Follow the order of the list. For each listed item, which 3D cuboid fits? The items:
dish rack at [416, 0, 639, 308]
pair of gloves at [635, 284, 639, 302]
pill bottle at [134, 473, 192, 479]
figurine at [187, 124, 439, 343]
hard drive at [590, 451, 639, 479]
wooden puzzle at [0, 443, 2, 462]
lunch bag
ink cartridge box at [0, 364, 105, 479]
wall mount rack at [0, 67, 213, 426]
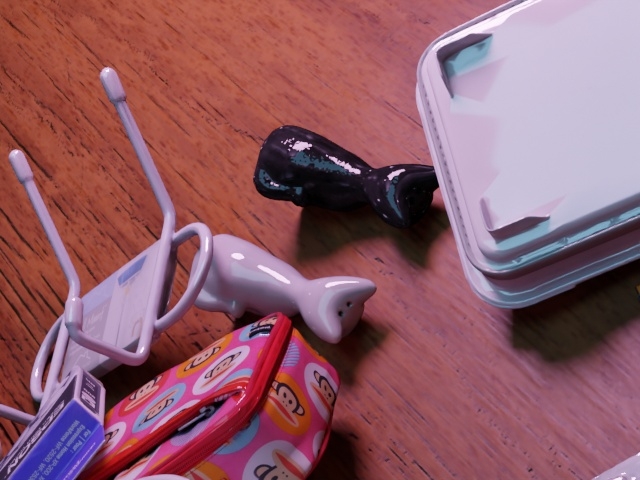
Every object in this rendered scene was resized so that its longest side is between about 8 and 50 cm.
[{"bbox_3d":[0.240,-0.121,1.718,0.333,0.072,0.285,-24,59,17],"label":"dish rack"},{"bbox_3d":[0.299,0.045,1.640,0.074,0.010,0.083,-35,35,16],"label":"pair of gloves"},{"bbox_3d":[-0.062,0.311,1.507,0.160,0.283,0.160,-26,40,25],"label":"pill bottle"},{"bbox_3d":[0.000,0.000,1.920,0.209,0.092,0.215,14,67,45],"label":"figurine"},{"bbox_3d":[0.215,0.323,1.395,0.237,0.064,0.339,-32,43,19],"label":"hard drive"},{"bbox_3d":[-0.469,0.251,2.152,0.348,0.080,0.322,-43,35,11],"label":"wooden puzzle"},{"bbox_3d":[-0.125,0.210,1.739,0.293,0.120,0.258,-35,14,23],"label":"lunch bag"},{"bbox_3d":[-0.263,0.219,1.752,0.206,0.045,0.208,-52,10,2],"label":"ink cartridge box"},{"bbox_3d":[-0.241,0.015,2.021,0.350,0.130,0.304,-32,41,46],"label":"wall mount rack"}]
